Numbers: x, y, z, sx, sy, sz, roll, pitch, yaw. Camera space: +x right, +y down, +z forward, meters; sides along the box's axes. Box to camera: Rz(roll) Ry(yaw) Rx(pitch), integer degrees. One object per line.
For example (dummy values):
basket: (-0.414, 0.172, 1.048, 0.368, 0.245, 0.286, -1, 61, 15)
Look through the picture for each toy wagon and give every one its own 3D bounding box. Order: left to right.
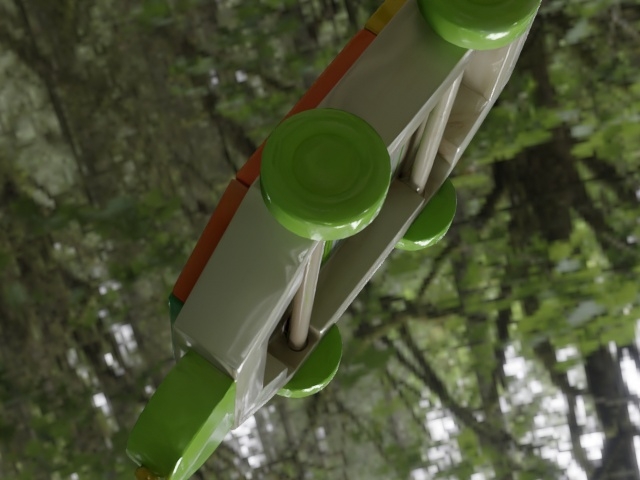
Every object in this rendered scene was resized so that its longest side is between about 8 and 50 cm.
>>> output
toy wagon: (0.000, 0.000, 0.706, 0.068, 0.267, 0.344, 36, -110, 10)
